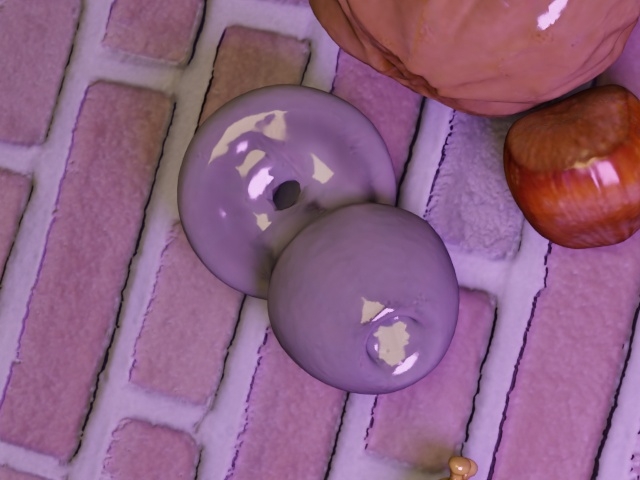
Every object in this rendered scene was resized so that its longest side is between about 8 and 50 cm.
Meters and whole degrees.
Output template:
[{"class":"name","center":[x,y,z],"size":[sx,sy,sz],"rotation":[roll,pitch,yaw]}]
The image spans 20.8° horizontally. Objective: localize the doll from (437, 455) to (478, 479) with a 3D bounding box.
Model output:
[{"class":"doll","center":[0.093,0.340,1.610],"size":[0.086,0.117,0.291],"rotation":[19,84,13]}]

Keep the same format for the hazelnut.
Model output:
[{"class":"hazelnut","center":[0.252,-0.067,1.632],"size":[0.150,0.150,0.150],"rotation":[-2,81,14]}]

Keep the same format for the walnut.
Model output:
[{"class":"walnut","center":[0.164,-0.302,1.577],"size":[0.383,0.383,0.383],"rotation":[-2,81,14]}]

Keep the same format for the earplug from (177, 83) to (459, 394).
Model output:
[{"class":"earplug","center":[0.003,0.002,1.650],"size":[0.214,0.175,0.325],"rotation":[-38,74,4]}]
